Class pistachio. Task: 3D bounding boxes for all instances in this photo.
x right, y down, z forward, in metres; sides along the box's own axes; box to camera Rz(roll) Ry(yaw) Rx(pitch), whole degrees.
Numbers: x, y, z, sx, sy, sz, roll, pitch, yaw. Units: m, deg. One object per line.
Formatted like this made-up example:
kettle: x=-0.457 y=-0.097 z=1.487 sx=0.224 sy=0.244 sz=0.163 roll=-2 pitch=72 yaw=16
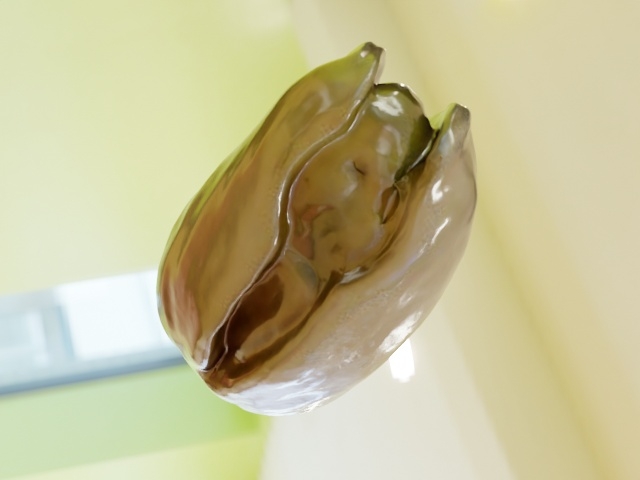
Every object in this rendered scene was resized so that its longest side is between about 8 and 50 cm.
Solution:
pistachio: x=0.000 y=0.000 z=1.235 sx=0.288 sy=0.166 sz=0.197 roll=-48 pitch=-172 yaw=35
